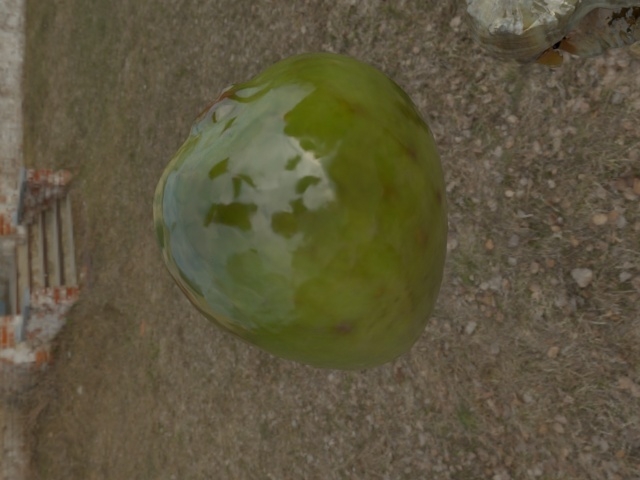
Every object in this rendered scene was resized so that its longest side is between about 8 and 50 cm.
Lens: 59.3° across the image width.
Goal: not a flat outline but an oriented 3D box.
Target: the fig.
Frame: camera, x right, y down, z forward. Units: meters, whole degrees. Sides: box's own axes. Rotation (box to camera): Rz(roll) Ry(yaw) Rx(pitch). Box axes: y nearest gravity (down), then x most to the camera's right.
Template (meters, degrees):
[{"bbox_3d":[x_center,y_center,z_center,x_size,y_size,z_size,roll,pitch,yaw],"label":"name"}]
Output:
[{"bbox_3d":[0.000,0.000,0.529,0.258,0.258,0.326,36,160,54],"label":"fig"}]

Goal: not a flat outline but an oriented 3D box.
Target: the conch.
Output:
[{"bbox_3d":[0.389,-0.389,0.881,0.296,0.352,0.210,7,104,27],"label":"conch"}]
